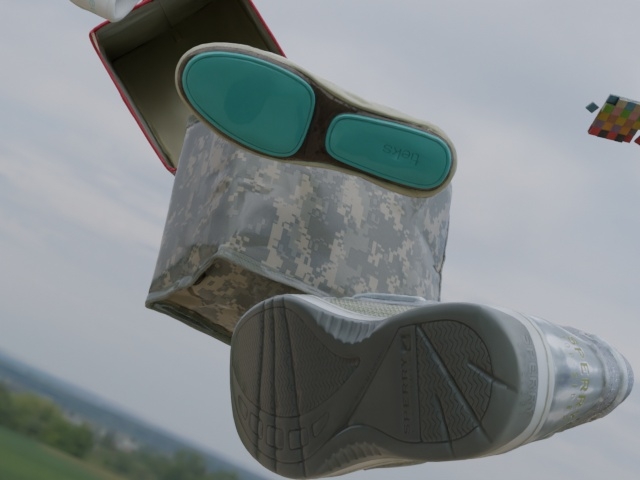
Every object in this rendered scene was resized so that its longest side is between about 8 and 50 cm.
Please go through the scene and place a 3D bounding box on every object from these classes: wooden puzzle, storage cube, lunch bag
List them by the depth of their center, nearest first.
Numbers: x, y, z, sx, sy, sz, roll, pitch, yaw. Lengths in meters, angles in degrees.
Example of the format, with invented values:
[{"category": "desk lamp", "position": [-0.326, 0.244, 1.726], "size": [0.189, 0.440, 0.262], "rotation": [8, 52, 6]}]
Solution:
[{"category": "lunch bag", "position": [0.000, 0.000, 1.604], "size": [0.287, 0.235, 0.169], "rotation": [26, -36, -25]}, {"category": "wooden puzzle", "position": [0.298, -0.120, 1.624], "size": [0.083, 0.006, 0.049], "rotation": [12, -51, -19]}, {"category": "storage cube", "position": [-0.140, -0.193, 1.929], "size": [0.215, 0.184, 0.193], "rotation": [59, -2, 1]}]

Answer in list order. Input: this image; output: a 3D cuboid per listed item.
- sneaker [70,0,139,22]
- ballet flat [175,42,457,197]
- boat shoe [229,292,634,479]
[{"category": "sneaker", "position": [-0.062, -0.201, 0.962], "size": [0.094, 0.212, 0.080], "rotation": [45, -9, 34]}, {"category": "ballet flat", "position": [-0.005, -0.101, 1.368], "size": [0.248, 0.086, 0.086], "rotation": [23, -10, -9]}, {"category": "boat shoe", "position": [0.048, 0.088, 1.015], "size": [0.103, 0.118, 0.320], "rotation": [4, -9, -34]}]
